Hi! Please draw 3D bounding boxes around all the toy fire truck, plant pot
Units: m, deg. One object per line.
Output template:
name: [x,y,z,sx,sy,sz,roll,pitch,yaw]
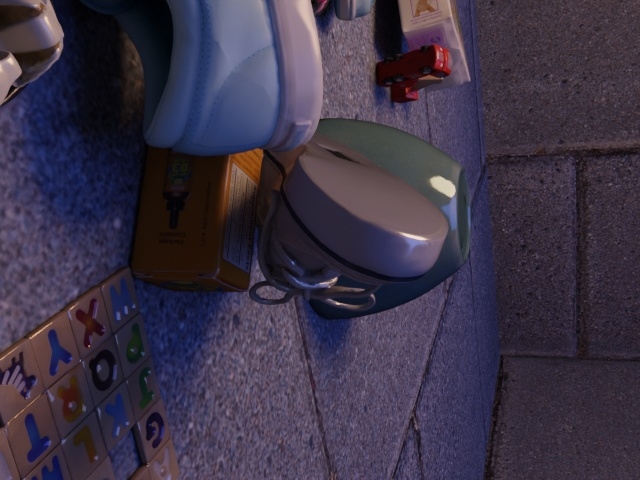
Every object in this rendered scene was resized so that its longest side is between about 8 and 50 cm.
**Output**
toy fire truck: [0.178,-0.303,1.314,0.135,0.192,0.047,4,84,-42]
plant pot: [0.105,-0.032,1.005,0.290,0.195,0.290,-1,90,-71]

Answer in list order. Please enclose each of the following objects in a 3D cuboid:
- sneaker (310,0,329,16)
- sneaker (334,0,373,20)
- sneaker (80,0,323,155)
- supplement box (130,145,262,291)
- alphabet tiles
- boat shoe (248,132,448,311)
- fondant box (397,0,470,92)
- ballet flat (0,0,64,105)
sneaker: [-0.001,-0.342,0.959,0.057,0.047,0.119,73,23,-65]
sneaker: [0.128,-0.449,1.050,0.127,0.208,0.319,90,8,-65]
sneaker: [-0.112,-0.235,0.511,0.150,0.135,0.365,-14,82,-32]
supplement box: [-0.097,-0.074,0.614,0.080,0.078,0.233,47,46,-67]
alphabet tiles: [-0.174,0.153,0.487,0.237,0.009,0.198,-50,136,-62]
boat shoe: [-0.008,-0.003,0.652,0.367,0.136,0.156,-130,-123,-65]
fondant box: [0.206,-0.494,1.391,0.238,0.096,0.330,40,40,-65]
ballet flat: [-0.182,-0.097,0.386,0.203,0.074,0.074,-70,152,-46]
